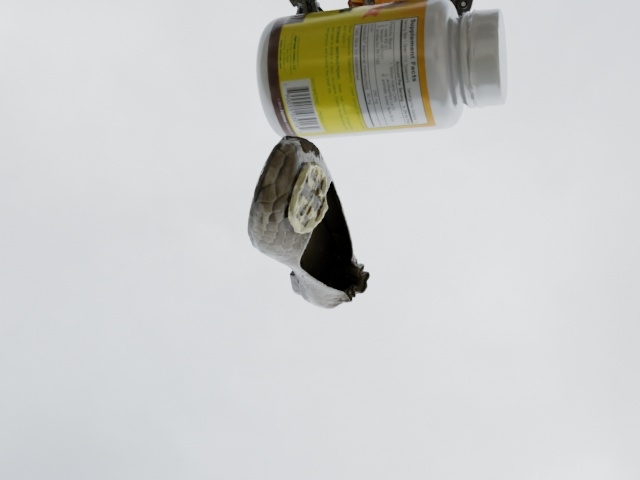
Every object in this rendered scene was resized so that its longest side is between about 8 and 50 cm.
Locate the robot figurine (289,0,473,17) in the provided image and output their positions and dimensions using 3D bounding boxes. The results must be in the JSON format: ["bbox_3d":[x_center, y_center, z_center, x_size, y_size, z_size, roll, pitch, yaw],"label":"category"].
[{"bbox_3d":[0.046,-0.333,0.861,0.211,0.085,0.291,-23,-82,11],"label":"robot figurine"}]

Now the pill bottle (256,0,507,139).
[{"bbox_3d":[0.058,-0.156,0.724,0.214,0.117,0.117,-2,-111,18],"label":"pill bottle"}]

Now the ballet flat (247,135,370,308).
[{"bbox_3d":[0.000,0.000,0.586,0.058,0.250,0.084,24,-106,16],"label":"ballet flat"}]
